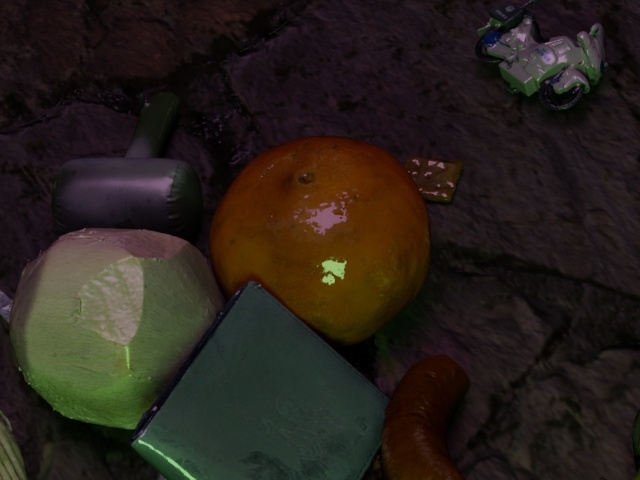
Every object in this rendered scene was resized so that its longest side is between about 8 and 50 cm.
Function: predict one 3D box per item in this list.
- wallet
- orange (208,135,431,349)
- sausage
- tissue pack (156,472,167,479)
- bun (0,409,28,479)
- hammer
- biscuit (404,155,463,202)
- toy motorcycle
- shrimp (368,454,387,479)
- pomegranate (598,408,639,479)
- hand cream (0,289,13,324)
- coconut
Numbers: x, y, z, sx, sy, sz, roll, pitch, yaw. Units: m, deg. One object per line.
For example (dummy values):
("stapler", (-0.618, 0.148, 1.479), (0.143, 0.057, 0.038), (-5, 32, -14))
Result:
("wallet", (-0.059, 0.215, 1.868), (0.251, 0.054, 0.290), (44, 46, -7))
("orange", (0.000, 0.000, 2.057), (0.283, 0.226, 0.284), (-9, 47, 10))
("sausage", (0.119, 0.226, 1.846), (0.102, 0.076, 0.302), (9, 28, 0))
("tissue pack", (-0.143, 0.294, 1.914), (0.122, 0.026, 0.193), (4, 44, 15))
("bun", (-0.488, 0.280, 1.812), (0.211, 0.359, 0.360), (-35, 40, 19))
("hammer", (-0.251, -0.121, 2.324), (0.206, 0.119, 0.336), (0, 38, 9))
("biscuit", (0.149, -0.085, 2.264), (0.083, 0.018, 0.081), (8, 47, 19))
("toy motorcycle", (0.327, -0.274, 2.373), (0.150, 0.102, 0.221), (-38, 49, -10))
("shrimp", (0.097, 0.336, 1.804), (0.145, 0.059, 0.254), (3, 45, 10))
("pomegranate", (0.382, 0.246, 1.791), (0.131, 0.152, 0.191), (37, 81, 31))
("hand cream", (-0.419, 0.089, 2.196), (0.030, 0.019, 0.093), (-32, 54, -24))
("coconut", (-0.231, 0.102, 1.977), (0.247, 0.245, 0.245), (1, 44, 23))
